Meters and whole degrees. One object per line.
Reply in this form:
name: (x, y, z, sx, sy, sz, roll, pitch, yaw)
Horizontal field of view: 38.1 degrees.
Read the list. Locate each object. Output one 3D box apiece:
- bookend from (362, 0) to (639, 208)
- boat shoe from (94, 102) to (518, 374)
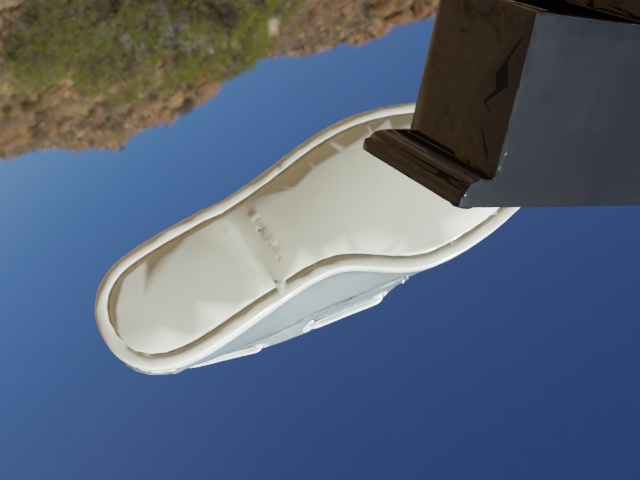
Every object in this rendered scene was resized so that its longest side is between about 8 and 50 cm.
bookend: (0.115, -0.098, 0.396, 0.157, 0.156, 0.072, -3, -155, -31)
boat shoe: (0.000, 0.000, 0.648, 0.319, 0.116, 0.099, -26, 167, -10)
